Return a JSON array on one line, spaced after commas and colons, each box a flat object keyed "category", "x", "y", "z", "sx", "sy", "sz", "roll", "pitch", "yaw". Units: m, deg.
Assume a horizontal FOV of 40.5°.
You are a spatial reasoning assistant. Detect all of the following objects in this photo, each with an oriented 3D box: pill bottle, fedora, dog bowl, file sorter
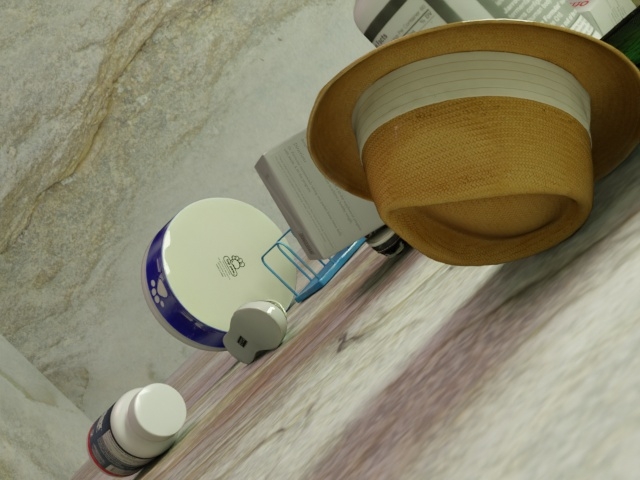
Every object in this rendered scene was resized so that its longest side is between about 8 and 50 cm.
[{"category": "pill bottle", "x": -0.276, "y": 0.284, "z": 1.313, "sx": 0.180, "sy": 0.108, "sz": 0.108, "roll": -42, "pitch": 4, "yaw": 45}, {"category": "pill bottle", "x": 0.137, "y": -0.223, "z": 0.852, "sx": 0.161, "sy": 0.283, "sz": 0.161, "roll": -45, "pitch": 3, "yaw": 3}, {"category": "fedora", "x": 0.089, "y": -0.039, "z": 0.484, "sx": 0.194, "sy": 0.194, "sz": 0.079, "roll": -42, "pitch": 41, "yaw": 48}, {"category": "dog bowl", "x": -0.180, "y": 0.060, "z": 1.557, "sx": 0.265, "sy": 0.265, "sz": 0.104, "roll": -47, "pitch": 6, "yaw": -38}, {"category": "file sorter", "x": 0.000, "y": 0.000, "z": 1.459, "sx": 0.170, "sy": 0.104, "sz": 0.118, "roll": -46, "pitch": 3, "yaw": -28}]

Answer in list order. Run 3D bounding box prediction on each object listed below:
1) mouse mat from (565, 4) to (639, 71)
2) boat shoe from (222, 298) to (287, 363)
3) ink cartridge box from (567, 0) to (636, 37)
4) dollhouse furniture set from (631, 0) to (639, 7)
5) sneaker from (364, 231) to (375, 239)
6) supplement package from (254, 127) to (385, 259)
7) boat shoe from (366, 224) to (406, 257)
[{"category": "mouse mat", "x": 0.197, "y": -0.110, "z": 0.519, "sx": 0.153, "sy": 0.007, "sz": 0.190, "roll": -13, "pitch": -21, "yaw": -38}, {"category": "boat shoe", "x": -0.088, "y": 0.120, "z": 1.275, "sx": 0.070, "sy": 0.078, "sz": 0.219, "roll": -48, "pitch": 2, "yaw": -26}, {"category": "ink cartridge box", "x": 0.299, "y": -0.259, "z": 0.930, "sx": 0.150, "sy": 0.063, "sz": 0.109, "roll": -46, "pitch": 27, "yaw": -19}, {"category": "dollhouse furniture set", "x": 0.267, "y": -0.268, "z": 0.637, "sx": 0.129, "sy": 0.184, "sz": 0.129, "roll": -47, "pitch": 3, "yaw": -35}, {"category": "sneaker", "x": 0.113, "y": -0.070, "z": 1.270, "sx": 0.162, "sy": 0.063, "sz": 0.073, "roll": -45, "pitch": 0, "yaw": 5}, {"category": "supplement package", "x": 0.066, "y": -0.095, "z": 0.987, "sx": 0.244, "sy": 0.133, "sz": 0.139, "roll": -31, "pitch": 3, "yaw": -7}, {"category": "boat shoe", "x": 0.079, "y": 0.000, "z": 0.979, "sx": 0.046, "sy": 0.038, "sz": 0.125, "roll": -30, "pitch": 5, "yaw": 6}]
